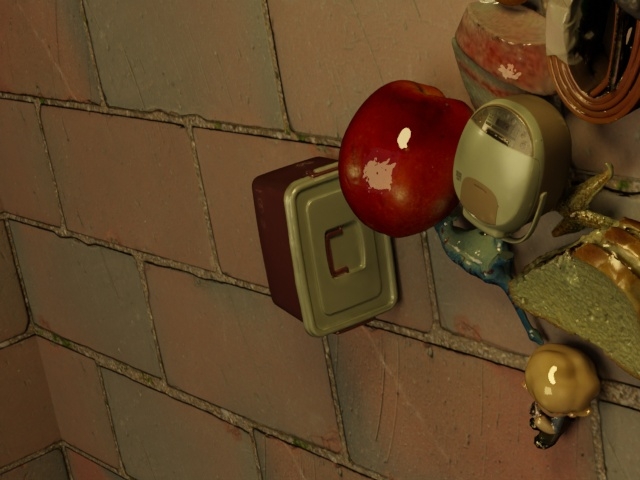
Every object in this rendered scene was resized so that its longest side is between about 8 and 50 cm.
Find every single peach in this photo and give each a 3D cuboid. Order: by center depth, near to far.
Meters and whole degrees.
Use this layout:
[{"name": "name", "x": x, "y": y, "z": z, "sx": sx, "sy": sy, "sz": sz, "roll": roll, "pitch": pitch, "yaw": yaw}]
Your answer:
[{"name": "peach", "x": 0.127, "y": -0.122, "z": 2.090, "sx": 0.199, "sy": 0.243, "sz": 0.243, "roll": 25, "pitch": 140, "yaw": -4}]

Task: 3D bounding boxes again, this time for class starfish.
[{"name": "starfish", "x": 0.349, "y": -0.060, "z": 1.956, "sx": 0.217, "sy": 0.050, "sz": 0.223, "roll": 53, "pitch": 151, "yaw": 7}]

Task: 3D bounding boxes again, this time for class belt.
[{"name": "belt", "x": 0.376, "y": -0.280, "z": 1.768, "sx": 0.184, "sy": 0.105, "sz": 0.261, "roll": 30, "pitch": 134, "yaw": 40}]

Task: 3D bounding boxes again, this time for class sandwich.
[{"name": "sandwich", "x": 0.374, "y": 0.051, "z": 1.914, "sx": 0.288, "sy": 0.099, "sz": 0.254, "roll": 33, "pitch": 157, "yaw": 41}]

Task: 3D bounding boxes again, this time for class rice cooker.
[{"name": "rice cooker", "x": 0.262, "y": -0.101, "z": 1.890, "sx": 0.145, "sy": 0.127, "sz": 0.206, "roll": 38, "pitch": 140, "yaw": 36}]

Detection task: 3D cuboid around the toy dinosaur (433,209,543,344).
[{"name": "toy dinosaur", "x": 0.246, "y": 0.012, "z": 2.142, "sx": 0.329, "sy": 0.076, "sz": 0.144, "roll": 45, "pitch": 148, "yaw": 19}]

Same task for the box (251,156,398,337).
[{"name": "box", "x": 0.000, "y": 0.000, "z": 2.378, "sx": 0.167, "sy": 0.193, "sz": 0.294, "roll": 20, "pitch": 124, "yaw": 54}]

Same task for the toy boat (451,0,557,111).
[{"name": "toy boat", "x": 0.270, "y": -0.198, "z": 1.996, "sx": 0.206, "sy": 0.096, "sz": 0.282, "roll": 29, "pitch": 143, "yaw": 38}]

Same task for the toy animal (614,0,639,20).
[{"name": "toy animal", "x": 0.473, "y": -0.212, "z": 1.653, "sx": 0.205, "sy": 0.081, "sz": 0.367, "roll": -16, "pitch": 130, "yaw": 29}]

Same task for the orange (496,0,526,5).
[{"name": "orange", "x": 0.262, "y": -0.361, "z": 1.908, "sx": 0.085, "sy": 0.085, "sz": 0.085, "roll": 31, "pitch": 132, "yaw": 42}]

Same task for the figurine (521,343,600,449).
[{"name": "figurine", "x": 0.350, "y": 0.236, "z": 2.107, "sx": 0.196, "sy": 0.108, "sz": 0.114, "roll": 104, "pitch": 169, "yaw": -52}]
